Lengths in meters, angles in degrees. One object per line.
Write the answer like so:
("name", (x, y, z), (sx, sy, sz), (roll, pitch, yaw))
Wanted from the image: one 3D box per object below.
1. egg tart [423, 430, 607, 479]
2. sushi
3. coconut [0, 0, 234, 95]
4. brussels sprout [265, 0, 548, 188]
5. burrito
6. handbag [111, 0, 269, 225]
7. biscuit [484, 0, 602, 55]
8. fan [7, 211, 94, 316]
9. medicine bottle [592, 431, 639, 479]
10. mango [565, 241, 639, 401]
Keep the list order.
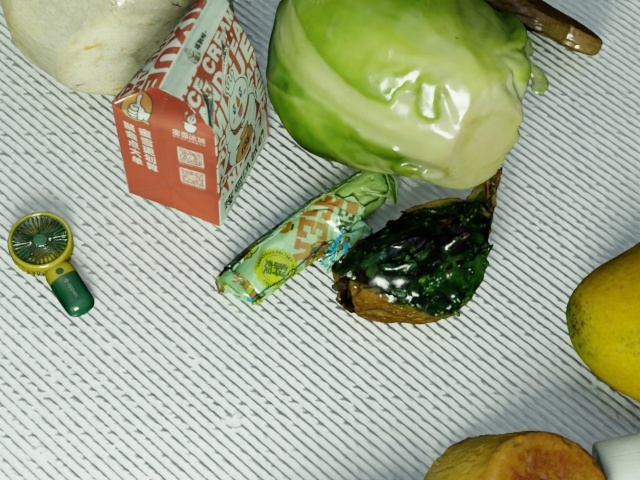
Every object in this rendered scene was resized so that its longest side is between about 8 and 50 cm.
("egg tart", (0.222, 0.305, 1.453), (0.215, 0.171, 0.215), (6, 67, -14))
("sushi", (0.139, 0.024, 1.630), (0.287, 0.140, 0.149), (-29, 58, -16))
("coconut", (-0.274, -0.396, 1.754), (0.346, 0.346, 0.360), (-13, 69, -9))
("brussels sprout", (0.088, -0.219, 1.667), (0.315, 0.276, 0.371), (14, 23, -36))
("burrito", (0.000, 0.000, 1.691), (0.288, 0.054, 0.104), (-38, 68, -21))
("handbag", (-0.160, -0.171, 1.646), (0.151, 0.298, 0.171), (20, 61, 11))
("biscuit", (0.257, -0.329, 1.823), (0.290, 0.041, 0.208), (26, 17, -10))
("fan", (-0.335, 0.035, 1.672), (0.082, 0.039, 0.155), (-28, 66, -17))
("medicine bottle", (0.438, 0.262, 1.477), (0.252, 0.144, 0.144), (-10, 60, 7))
("mango", (0.483, 0.075, 1.572), (0.378, 0.221, 0.264), (-16, 65, 2))
